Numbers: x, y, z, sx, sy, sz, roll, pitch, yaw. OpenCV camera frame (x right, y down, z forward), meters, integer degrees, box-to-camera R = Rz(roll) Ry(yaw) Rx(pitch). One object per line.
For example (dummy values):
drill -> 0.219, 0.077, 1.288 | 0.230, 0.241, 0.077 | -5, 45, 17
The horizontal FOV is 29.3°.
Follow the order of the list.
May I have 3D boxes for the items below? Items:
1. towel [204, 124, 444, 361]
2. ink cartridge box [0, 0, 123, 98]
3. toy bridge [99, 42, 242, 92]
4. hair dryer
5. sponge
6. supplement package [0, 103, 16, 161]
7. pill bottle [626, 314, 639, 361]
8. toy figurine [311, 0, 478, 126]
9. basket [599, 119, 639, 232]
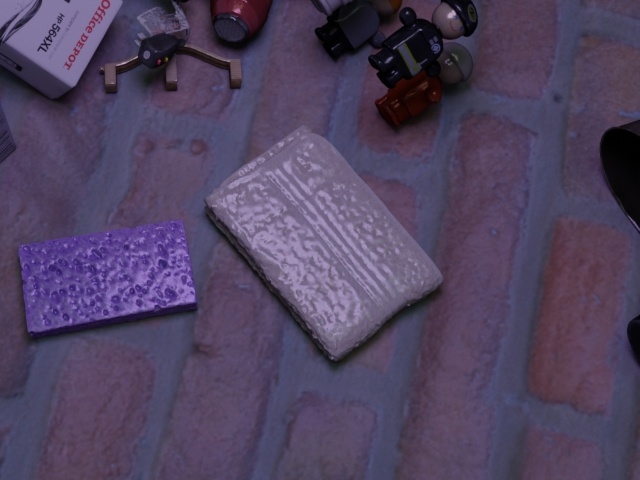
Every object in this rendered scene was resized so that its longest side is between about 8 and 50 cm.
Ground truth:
towel -> 0.000, 0.000, 1.567 | 0.187, 0.049, 0.282 | -36, 77, -16
ink cartridge box -> -0.379, -0.302, 1.577 | 0.203, 0.086, 0.148 | 34, 68, -24
toy bridge -> -0.201, -0.234, 1.647 | 0.188, 0.026, 0.063 | -3, 67, -6
hair dryer -> -0.157, -0.366, 1.641 | 0.294, 0.080, 0.223 | -24, 87, -36
sponge -> -0.265, 0.047, 1.531 | 0.210, 0.031, 0.117 | -10, 70, -9
supplement package -> -0.505, -0.164, 1.496 | 0.194, 0.203, 0.149 | 38, 71, 10
pill bottle -> 0.500, 0.086, 1.540 | 0.219, 0.123, 0.122 | -29, 74, -16
toy figurine -> 0.097, -0.279, 1.595 | 0.148, 0.213, 0.209 | -38, 72, -5
basket -> 0.518, -0.107, 1.606 | 0.227, 0.154, 0.204 | -27, 70, -18
